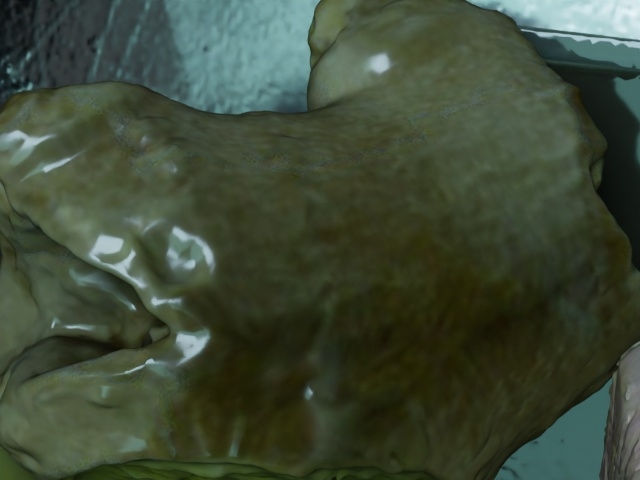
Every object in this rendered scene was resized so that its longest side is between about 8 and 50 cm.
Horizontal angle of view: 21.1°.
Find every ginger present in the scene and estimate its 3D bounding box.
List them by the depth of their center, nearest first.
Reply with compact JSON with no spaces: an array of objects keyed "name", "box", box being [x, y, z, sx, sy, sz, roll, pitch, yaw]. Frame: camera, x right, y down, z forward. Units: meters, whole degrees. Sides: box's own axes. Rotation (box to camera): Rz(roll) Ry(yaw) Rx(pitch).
[{"name":"ginger","box":[0.000,0.000,0.647,0.276,0.130,0.221,15,79,-24]}]

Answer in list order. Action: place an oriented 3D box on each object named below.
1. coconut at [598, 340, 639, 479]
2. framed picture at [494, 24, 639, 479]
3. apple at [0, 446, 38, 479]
[{"name":"coconut","box":[0.220,0.130,0.588,0.245,0.233,0.233,5,97,6]},{"name":"framed picture","box":[0.118,0.040,0.723,0.197,0.014,0.252,9,98,14]},{"name":"apple","box":[-0.169,0.176,0.689,0.262,0.262,0.262,2,96,15]}]
